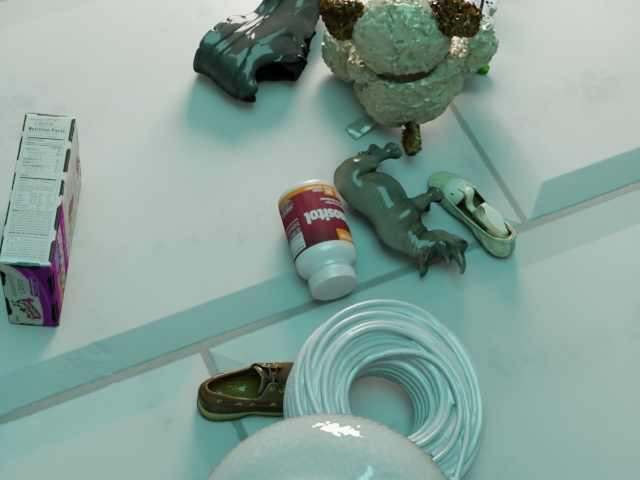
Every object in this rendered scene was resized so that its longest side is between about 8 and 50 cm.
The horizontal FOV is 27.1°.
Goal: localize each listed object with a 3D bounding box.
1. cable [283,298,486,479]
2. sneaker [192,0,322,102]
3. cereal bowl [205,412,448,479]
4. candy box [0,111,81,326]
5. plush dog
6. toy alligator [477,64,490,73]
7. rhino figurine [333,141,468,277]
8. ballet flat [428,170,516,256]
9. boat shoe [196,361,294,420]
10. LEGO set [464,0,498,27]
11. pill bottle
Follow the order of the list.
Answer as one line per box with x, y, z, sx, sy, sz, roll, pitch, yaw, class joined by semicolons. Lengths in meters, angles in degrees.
0.082;0.205;1.653;0.257;0.089;0.257;33;61;1;cable
-0.052;-0.308;1.986;0.286;0.109;0.130;-42;77;-16;sneaker
-0.001;0.357;1.474;0.339;0.141;0.339;-2;79;9;cereal bowl
-0.363;-0.028;1.735;0.071;0.159;0.233;5;57;-4;candy box
0.114;-0.262;1.866;0.262;0.225;0.210;-1;59;11;plush dog
0.168;-0.297;2.019;0.190;0.051;0.056;18;58;6;toy alligator
0.115;-0.037;1.841;0.106;0.073;0.243;-32;68;-27;rhino figurine
0.218;-0.049;1.870;0.057;0.052;0.168;-34;67;-23;ballet flat
-0.068;0.186;1.690;0.178;0.060;0.064;-9;59;-11;boat shoe
0.227;-0.409;2.072;0.093;0.087;0.227;21;57;-11;LEGO set
0.000;0.000;1.798;0.086;0.086;0.152;-11;60;-12;pill bottle
